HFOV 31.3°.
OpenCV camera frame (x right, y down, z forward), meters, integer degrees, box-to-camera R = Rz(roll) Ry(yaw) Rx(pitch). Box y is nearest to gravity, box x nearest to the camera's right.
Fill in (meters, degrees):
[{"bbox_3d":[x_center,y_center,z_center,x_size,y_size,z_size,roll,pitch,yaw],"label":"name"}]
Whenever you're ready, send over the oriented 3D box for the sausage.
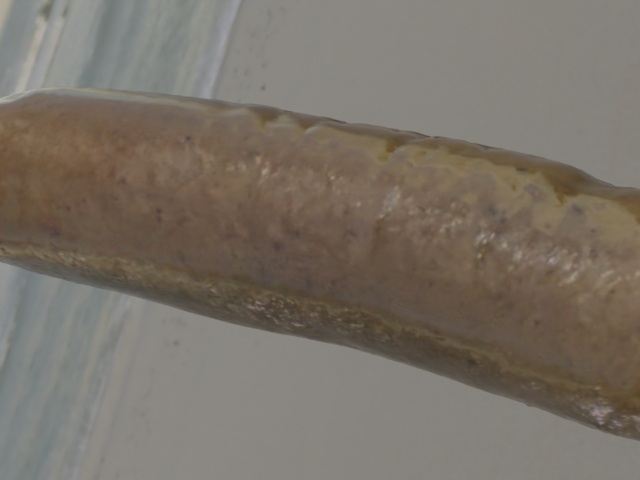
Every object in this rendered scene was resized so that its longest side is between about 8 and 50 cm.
[{"bbox_3d":[0.001,-0.002,0.614,0.136,0.500,0.123,-55,-28,-47],"label":"sausage"}]
